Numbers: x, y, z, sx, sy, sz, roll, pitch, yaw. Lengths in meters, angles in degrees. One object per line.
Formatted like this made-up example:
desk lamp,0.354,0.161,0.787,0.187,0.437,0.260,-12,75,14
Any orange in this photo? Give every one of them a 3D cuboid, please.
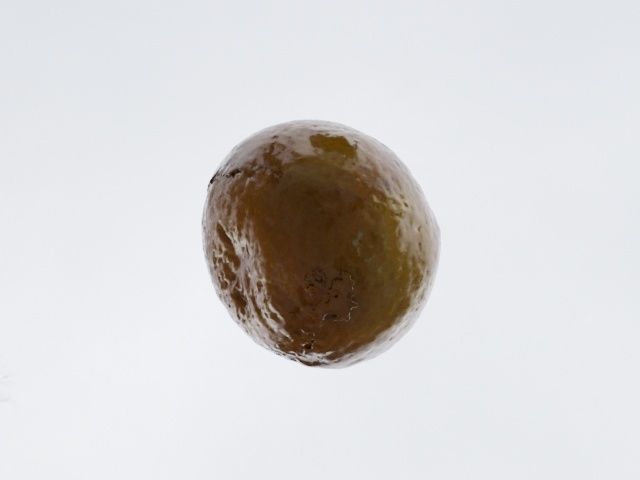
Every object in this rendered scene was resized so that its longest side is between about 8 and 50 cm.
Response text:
orange,-0.001,0.002,0.612,0.193,0.219,0.219,-13,-82,-17
